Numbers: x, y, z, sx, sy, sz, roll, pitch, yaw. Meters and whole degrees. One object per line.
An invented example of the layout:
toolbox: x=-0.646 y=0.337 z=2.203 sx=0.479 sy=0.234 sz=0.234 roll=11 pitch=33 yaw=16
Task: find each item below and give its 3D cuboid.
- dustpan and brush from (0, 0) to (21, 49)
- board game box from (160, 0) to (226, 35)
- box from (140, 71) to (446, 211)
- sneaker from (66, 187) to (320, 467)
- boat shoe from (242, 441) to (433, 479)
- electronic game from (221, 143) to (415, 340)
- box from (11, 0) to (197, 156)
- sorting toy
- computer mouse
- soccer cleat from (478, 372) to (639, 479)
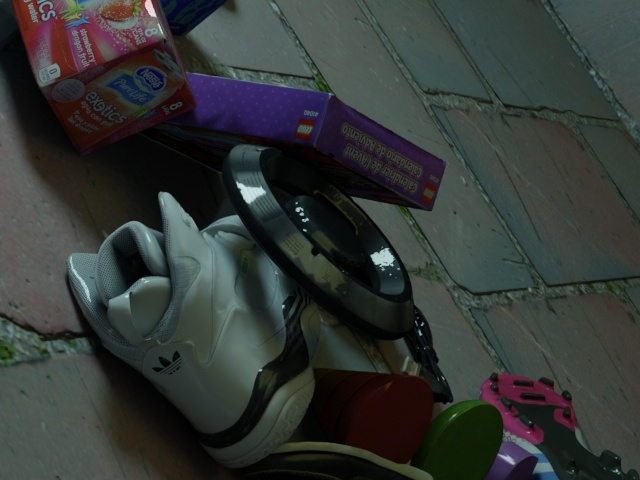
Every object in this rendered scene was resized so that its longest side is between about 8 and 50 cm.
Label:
dustpan and brush: x=-0.350 y=-0.275 z=1.851 sx=0.211 sy=0.060 sz=0.147 roll=50 pitch=21 yaw=-9
board game box: x=-0.119 y=-0.304 z=2.165 sx=0.047 sy=0.210 sz=0.160 roll=56 pitch=22 yaw=10
box: x=-0.050 y=-0.103 z=1.952 sx=0.293 sy=0.057 sz=0.201 roll=12 pitch=-9 yaw=40
sneaker: x=-0.105 y=0.020 z=1.788 sx=0.210 sy=0.137 sz=0.366 roll=45 pitch=26 yaw=-27
boat shoe: x=0.021 y=0.233 z=1.803 sx=0.233 sy=0.084 sz=0.079 roll=24 pitch=59 yaw=-42
electronic game: x=0.000 y=0.000 z=1.784 sx=0.229 sy=0.048 sz=0.229 roll=41 pitch=18 yaw=-16
box: x=-0.222 y=-0.227 z=1.896 sx=0.122 sy=0.128 sz=0.257 roll=66 pitch=2 yaw=-57
sorting toy: x=0.090 y=0.191 z=2.023 sx=0.126 sy=0.127 sz=0.365 roll=31 pitch=3 yaw=36
computer mouse: x=0.054 y=0.079 z=2.141 sx=0.262 sy=0.060 sz=0.184 roll=51 pitch=14 yaw=-39
soccer cleat: x=0.248 y=0.263 z=2.208 sx=0.116 sy=0.143 sz=0.331 roll=5 pitch=20 yaw=-19
